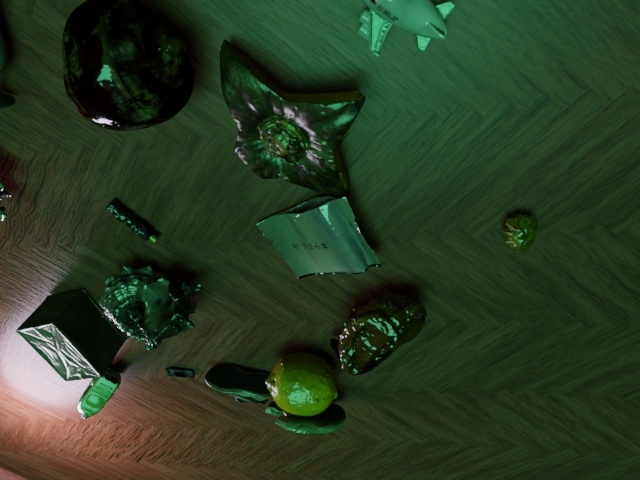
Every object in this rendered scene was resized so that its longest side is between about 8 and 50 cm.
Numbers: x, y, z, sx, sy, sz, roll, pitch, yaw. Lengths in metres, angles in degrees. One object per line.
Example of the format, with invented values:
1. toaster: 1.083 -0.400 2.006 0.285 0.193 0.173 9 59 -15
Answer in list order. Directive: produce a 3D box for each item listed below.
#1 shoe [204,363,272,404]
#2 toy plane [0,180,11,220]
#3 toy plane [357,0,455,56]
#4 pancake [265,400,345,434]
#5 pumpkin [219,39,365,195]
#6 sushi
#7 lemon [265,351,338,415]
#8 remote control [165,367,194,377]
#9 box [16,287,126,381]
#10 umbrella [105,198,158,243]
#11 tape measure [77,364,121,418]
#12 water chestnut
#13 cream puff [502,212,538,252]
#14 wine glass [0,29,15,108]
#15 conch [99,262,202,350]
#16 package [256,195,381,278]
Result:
1. shoe: -0.251 0.465 1.415 0.227 0.099 0.112 10 134 3
2. toy plane: -0.830 -0.119 1.106 0.261 0.088 0.192 -27 90 47
3. toy plane: 0.133 -0.382 0.725 0.173 0.080 0.174 6 126 9
4. pancake: -0.041 0.519 1.351 0.253 0.253 0.037 5 88 7
5. pumpkin: -0.065 -0.217 0.875 0.289 0.095 0.259 19 140 8
6. sushi: 0.143 0.228 1.135 0.166 0.179 0.297 34 124 7
7. lemon: -0.049 0.408 1.283 0.192 0.181 0.181 -4 125 19
8. remote control: -0.463 0.436 1.481 0.095 0.014 0.039 4 126 7
9. box: -0.735 0.283 1.337 0.155 0.149 0.232 -11 123 17
10. umbrella: -0.467 -0.044 1.115 0.144 0.037 0.040 42 109 -16
11. tape measure: -0.730 0.496 1.491 0.087 0.154 0.178 38 94 -20
12. water chestnut: -0.353 -0.303 0.796 0.237 0.224 0.224 7 128 26
13. cream puff: 0.425 -0.016 0.948 0.083 0.058 0.083 17 126 -4
14. wine glass: -0.669 -0.382 0.868 0.103 0.103 0.231 14 124 1
15. conch: -0.452 0.161 1.196 0.312 0.186 0.241 1 122 34
16. package: 0.000 0.000 1.051 0.250 0.062 0.204 -12 124 34
